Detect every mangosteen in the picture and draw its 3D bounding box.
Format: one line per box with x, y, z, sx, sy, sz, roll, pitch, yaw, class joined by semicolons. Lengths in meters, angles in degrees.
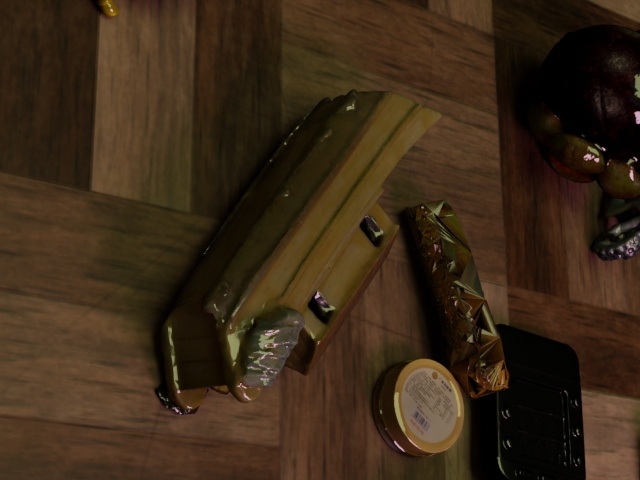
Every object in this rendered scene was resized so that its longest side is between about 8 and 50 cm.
0.357;-0.169;1.601;0.210;0.210;0.209;14;67;-35;mangosteen

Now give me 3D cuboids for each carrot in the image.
0.151;0.061;1.425;0.069;0.069;0.228;-5;72;-40;carrot

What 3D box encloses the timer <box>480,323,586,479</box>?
0.237;0.199;1.468;0.144;0.055;0.187;19;60;-33;timer

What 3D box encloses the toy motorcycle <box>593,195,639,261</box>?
0.445;-0.049;1.664;0.094;0.130;0.229;54;50;-15;toy motorcycle

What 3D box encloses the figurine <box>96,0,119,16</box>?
-0.157;-0.272;1.281;0.156;0.095;0.115;5;104;-28;figurine

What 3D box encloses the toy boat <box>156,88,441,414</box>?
0.000;0.000;1.291;0.162;0.136;0.445;50;50;-21;toy boat

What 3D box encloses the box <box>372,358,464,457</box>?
0.106;0.179;1.377;0.106;0.037;0.105;13;69;-36;box
